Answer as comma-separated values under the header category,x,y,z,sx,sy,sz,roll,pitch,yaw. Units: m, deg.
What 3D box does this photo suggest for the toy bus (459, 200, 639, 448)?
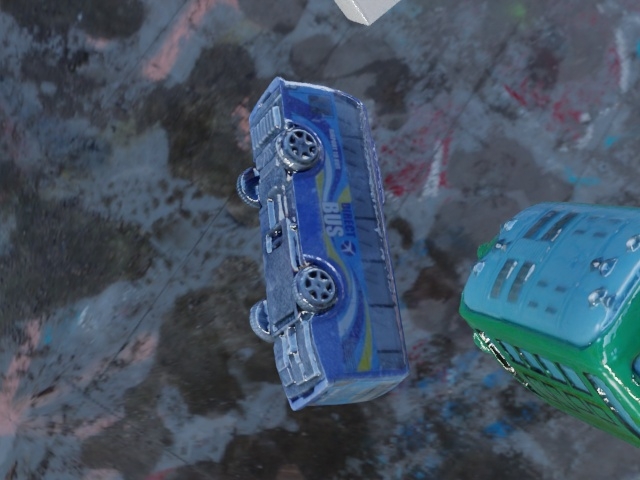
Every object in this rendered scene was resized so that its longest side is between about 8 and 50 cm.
category,x,y,z,sx,sy,sz,roll,pitch,yaw
toy bus,0.268,0.070,0.947,0.199,0.343,0.183,38,83,-15

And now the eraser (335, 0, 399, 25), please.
category,x,y,z,sx,sy,sz,roll,pitch,yaw
eraser,0.131,-0.335,1.022,0.298,0.078,0.076,-40,113,-1

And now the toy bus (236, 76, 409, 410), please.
category,x,y,z,sx,sy,sz,roll,pitch,yaw
toy bus,0.000,0.001,0.762,0.094,0.079,0.237,6,64,-30
